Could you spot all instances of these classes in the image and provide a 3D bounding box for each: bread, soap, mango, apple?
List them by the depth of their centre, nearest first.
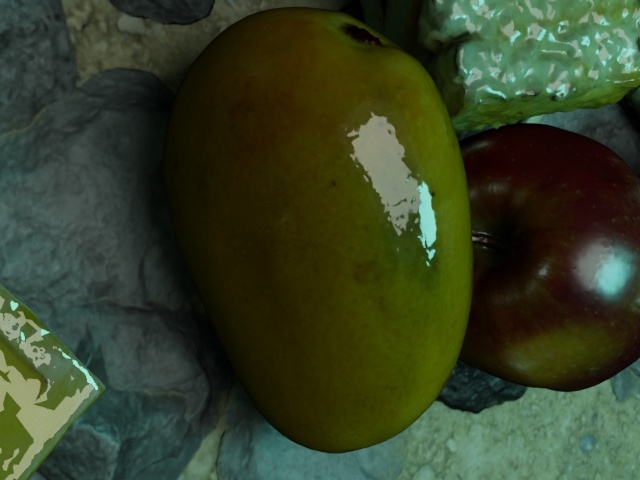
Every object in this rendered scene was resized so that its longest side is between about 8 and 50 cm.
[{"bbox_3d":[-0.358,0.181,1.138,0.315,0.091,0.199,-50,115,-22],"label":"soap"},{"bbox_3d":[0.000,0.000,1.252,0.232,0.300,0.445,-32,121,-56],"label":"mango"},{"bbox_3d":[0.150,-0.305,1.354,0.239,0.264,0.395,-14,90,-20],"label":"bread"},{"bbox_3d":[0.237,0.021,1.407,0.317,0.288,0.288,24,78,-49],"label":"apple"}]

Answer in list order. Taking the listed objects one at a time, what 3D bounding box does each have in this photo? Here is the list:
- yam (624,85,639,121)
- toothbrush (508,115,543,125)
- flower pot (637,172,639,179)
[{"bbox_3d":[0.429,-0.168,1.648,0.069,0.070,0.146,-50,115,-21],"label":"yam"},{"bbox_3d":[0.313,-0.219,1.594,0.294,0.028,0.026,-47,136,-22],"label":"toothbrush"},{"bbox_3d":[0.480,0.014,1.554,0.269,0.166,0.269,-12,139,-10],"label":"flower pot"}]
